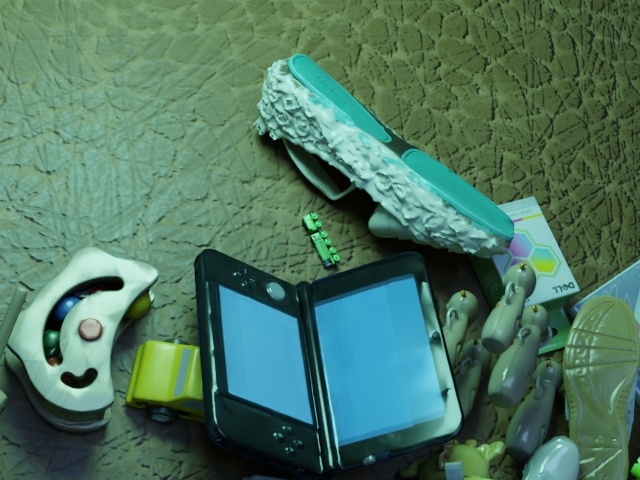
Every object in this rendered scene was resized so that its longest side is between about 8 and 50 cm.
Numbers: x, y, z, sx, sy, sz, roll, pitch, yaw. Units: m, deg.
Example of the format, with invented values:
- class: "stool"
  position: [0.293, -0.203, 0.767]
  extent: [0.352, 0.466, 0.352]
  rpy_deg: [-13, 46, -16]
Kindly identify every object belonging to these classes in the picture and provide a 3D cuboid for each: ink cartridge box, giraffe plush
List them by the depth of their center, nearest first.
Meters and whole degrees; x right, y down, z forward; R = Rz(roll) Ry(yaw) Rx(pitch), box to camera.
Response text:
- class: "giraffe plush"
  position: [0.156, 0.318, 1.447]
  extent: [0.181, 0.210, 0.170]
  rpy_deg: [11, 20, 3]
- class: "ink cartridge box"
  position: [0.283, 0.051, 1.667]
  extent: [0.109, 0.062, 0.209]
  rpy_deg: [-14, 70, -23]

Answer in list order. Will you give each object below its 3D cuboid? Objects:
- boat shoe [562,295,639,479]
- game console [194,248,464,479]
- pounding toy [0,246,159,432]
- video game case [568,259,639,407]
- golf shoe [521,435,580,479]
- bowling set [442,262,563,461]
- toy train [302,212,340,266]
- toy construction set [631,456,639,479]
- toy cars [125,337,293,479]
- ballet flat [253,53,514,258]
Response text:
- class: "boat shoe"
  position: [0.369, 0.213, 1.602]
  extent: [0.098, 0.096, 0.277]
  rpy_deg: [5, 69, 13]
- class: "game console"
  position: [0.002, 0.117, 1.427]
  extent: [0.250, 0.173, 0.293]
  rpy_deg: [26, 36, -32]
- class: "pounding toy"
  position: [-0.282, 0.119, 1.396]
  extent: [0.154, 0.155, 0.269]
  rpy_deg: [35, 60, 6]
- class: "video game case"
  position: [0.477, 0.136, 1.711]
  extent: [0.183, 0.023, 0.201]
  rpy_deg: [-30, 77, -28]
- class: "golf shoe"
  position: [0.271, 0.324, 1.483]
  extent: [0.069, 0.086, 0.176]
  rpy_deg: [32, 86, 2]
- class: "bowling set"
  position: [0.194, 0.134, 1.539]
  extent: [0.200, 0.287, 0.154]
  rpy_deg: [10, 49, 25]
- class: "toy train"
  position: [0.000, 0.000, 1.627]
  extent: [0.024, 0.017, 0.083]
  rpy_deg: [-23, 74, -16]
- class: "toy construction set"
  position: [0.504, 0.250, 1.550]
  extent: [0.151, 0.215, 0.327]
  rpy_deg: [18, 61, 20]
- class: "toy cars"
  position: [-0.069, 0.252, 1.440]
  extent: [0.176, 0.087, 0.393]
  rpy_deg: [-34, 79, -28]
- class: "ballet flat"
  position: [0.077, -0.090, 1.632]
  extent: [0.409, 0.147, 0.147]
  rpy_deg: [40, 60, 11]
